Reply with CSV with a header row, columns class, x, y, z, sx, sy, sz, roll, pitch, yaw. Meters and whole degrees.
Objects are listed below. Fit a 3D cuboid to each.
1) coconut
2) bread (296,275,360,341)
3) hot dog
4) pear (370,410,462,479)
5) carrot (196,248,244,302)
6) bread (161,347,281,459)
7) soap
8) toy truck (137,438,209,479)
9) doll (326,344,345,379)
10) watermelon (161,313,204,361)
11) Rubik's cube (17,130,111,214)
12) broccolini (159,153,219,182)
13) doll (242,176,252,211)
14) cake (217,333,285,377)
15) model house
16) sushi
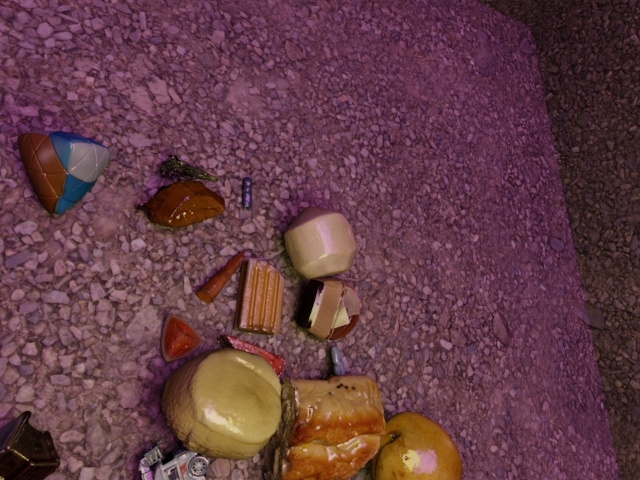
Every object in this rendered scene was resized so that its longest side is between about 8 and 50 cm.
class,x,y,z,sx,sy,sz,roll,pitch,yaw
coconut,0.000,0.000,1.716,0.245,0.245,0.247,-9,81,-34
bread,0.037,0.238,1.705,0.212,0.142,0.224,23,82,-38
hot dog,0.024,0.576,1.533,0.366,0.196,0.367,6,106,-28
pear,0.310,0.736,1.651,0.315,0.314,0.314,10,70,-30
carrot,-0.306,0.109,1.605,0.057,0.057,0.224,48,51,-11
bread,-0.267,0.447,1.370,0.321,0.237,0.320,28,35,-22
soap,-0.196,0.186,1.630,0.140,0.073,0.231,16,67,-30
toy truck,-0.371,0.695,1.330,0.185,0.133,0.338,-16,87,-23
doll,0.051,0.455,1.710,0.120,0.075,0.179,29,40,-69
watermelon,-0.414,0.274,1.452,0.125,0.094,0.135,-26,87,-29
Rubik's cube,-0.717,-0.237,1.404,0.255,0.254,0.254,10,70,-30
broccolini,-0.419,-0.217,1.620,0.201,0.074,0.058,17,50,-30
doll,-0.253,-0.161,1.731,0.037,0.027,0.125,8,74,-30
cake,-0.227,0.383,1.542,0.221,0.086,0.116,28,60,-24
model house,-0.719,0.526,1.188,0.165,0.106,0.152,-38,113,1
sushi,-0.416,-0.130,1.556,0.287,0.140,0.149,-24,126,-35
